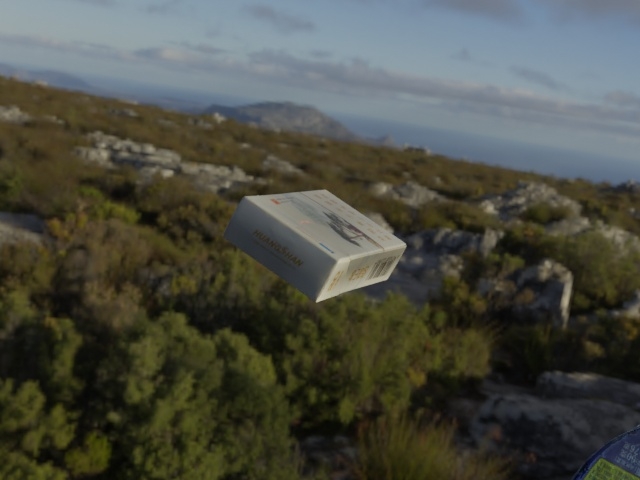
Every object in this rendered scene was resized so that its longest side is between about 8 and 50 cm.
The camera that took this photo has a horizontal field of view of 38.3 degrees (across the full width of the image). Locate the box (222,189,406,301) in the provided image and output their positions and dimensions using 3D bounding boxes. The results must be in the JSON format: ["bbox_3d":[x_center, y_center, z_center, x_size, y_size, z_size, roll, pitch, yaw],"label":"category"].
[{"bbox_3d":[0.000,0.000,1.182,0.150,0.067,0.233,32,17,20],"label":"box"}]

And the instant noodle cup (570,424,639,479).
[{"bbox_3d":[0.467,0.384,1.043,0.312,0.284,0.284,27,1,-26],"label":"instant noodle cup"}]
